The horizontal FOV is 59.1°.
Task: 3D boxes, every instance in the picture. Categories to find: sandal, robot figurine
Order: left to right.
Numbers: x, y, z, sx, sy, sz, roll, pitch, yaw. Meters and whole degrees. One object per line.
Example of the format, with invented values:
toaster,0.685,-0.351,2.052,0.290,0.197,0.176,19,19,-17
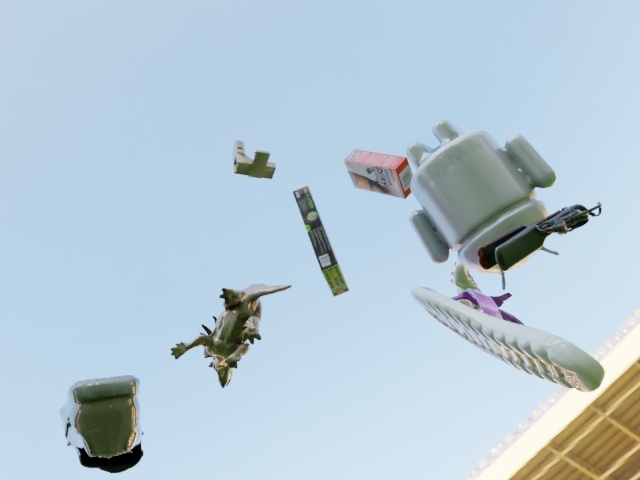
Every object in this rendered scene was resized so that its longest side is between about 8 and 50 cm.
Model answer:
robot figurine,0.321,-0.079,1.151,0.300,0.353,0.200,-42,-20,28
sandal,0.333,0.151,1.022,0.102,0.416,0.169,-51,-58,-10

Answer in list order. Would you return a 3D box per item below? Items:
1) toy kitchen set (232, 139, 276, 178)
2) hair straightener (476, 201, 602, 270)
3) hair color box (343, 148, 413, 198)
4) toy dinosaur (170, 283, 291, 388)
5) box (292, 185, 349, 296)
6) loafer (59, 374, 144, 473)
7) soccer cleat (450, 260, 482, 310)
toy kitchen set,-0.137,-0.183,1.194,0.083,0.075,0.068,7,-44,-20
hair straightener,0.355,-0.010,0.862,0.230,0.089,0.047,-20,-82,-20
hair color box,0.144,-0.164,1.383,0.053,0.167,0.093,-46,-50,-24
toy dinosaur,-0.173,0.170,1.154,0.127,0.200,0.295,38,-81,3
box,0.000,0.000,1.148,0.036,0.207,0.114,-22,-35,2
loafer,-0.250,0.222,0.641,0.094,0.087,0.251,-3,-25,-20
soccer cleat,0.407,0.125,1.556,0.068,0.076,0.196,-61,-35,-34
